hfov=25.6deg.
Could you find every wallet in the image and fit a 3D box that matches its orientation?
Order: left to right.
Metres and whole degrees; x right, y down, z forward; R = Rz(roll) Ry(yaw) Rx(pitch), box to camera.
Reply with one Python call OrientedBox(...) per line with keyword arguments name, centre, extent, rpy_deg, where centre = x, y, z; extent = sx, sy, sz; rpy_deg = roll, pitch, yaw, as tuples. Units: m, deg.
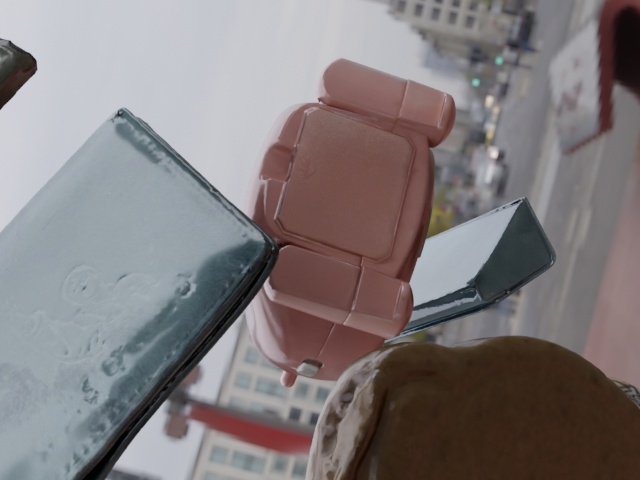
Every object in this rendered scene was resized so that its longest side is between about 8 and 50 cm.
OrientedBox(name="wallet", centre=(-0.177, 0.062, 1.007), extent=(0.290, 0.251, 0.054), rpy_deg=(-47, -45, 0))

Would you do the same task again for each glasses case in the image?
OrientedBox(name="glasses case", centre=(0.098, 0.049, 1.247), extent=(0.266, 0.056, 0.105), rpy_deg=(-26, 28, 58))

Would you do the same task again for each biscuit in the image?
OrientedBox(name="biscuit", centre=(0.095, 0.252, 0.872), extent=(0.381, 0.359, 0.074), rpy_deg=(-49, 17, -25))

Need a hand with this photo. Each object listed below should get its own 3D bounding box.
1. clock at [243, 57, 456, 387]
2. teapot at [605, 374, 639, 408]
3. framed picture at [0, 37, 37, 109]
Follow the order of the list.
OrientedBox(name="clock", centre=(0.000, 0.000, 1.155), extent=(0.241, 0.142, 0.227), rpy_deg=(116, 170, -65))
OrientedBox(name="teapot", centre=(0.252, 0.228, 1.297), extent=(0.166, 0.300, 0.208), rpy_deg=(-151, 78, -84))
OrientedBox(name="framed picture", centre=(-0.288, -0.068, 0.568), extent=(0.209, 0.281, 0.019), rpy_deg=(-53, -15, -31))
